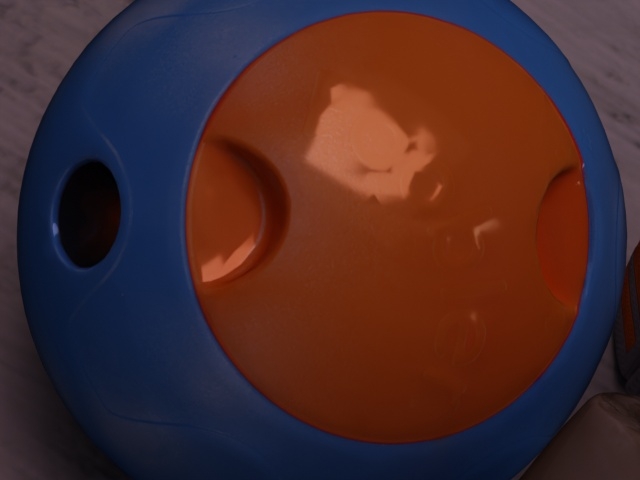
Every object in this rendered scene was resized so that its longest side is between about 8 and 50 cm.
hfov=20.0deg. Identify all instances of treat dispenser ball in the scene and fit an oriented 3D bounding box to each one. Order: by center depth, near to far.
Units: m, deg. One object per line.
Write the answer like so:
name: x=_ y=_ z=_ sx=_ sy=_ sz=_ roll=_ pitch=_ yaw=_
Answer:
treat dispenser ball: x=0.000 y=0.000 z=0.867 sx=0.288 sy=0.288 sz=0.288 roll=10 pitch=53 yaw=-13

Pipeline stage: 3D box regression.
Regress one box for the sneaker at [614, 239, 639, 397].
sneaker: x=0.264 y=0.126 z=0.972 sx=0.180 sy=0.124 sz=0.321 roll=12 pitch=52 yaw=-10

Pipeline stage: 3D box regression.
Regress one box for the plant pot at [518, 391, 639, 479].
plant pot: x=0.129 y=0.219 z=0.665 sx=0.323 sy=0.280 sz=0.323 roll=21 pitch=6 yaw=-3
